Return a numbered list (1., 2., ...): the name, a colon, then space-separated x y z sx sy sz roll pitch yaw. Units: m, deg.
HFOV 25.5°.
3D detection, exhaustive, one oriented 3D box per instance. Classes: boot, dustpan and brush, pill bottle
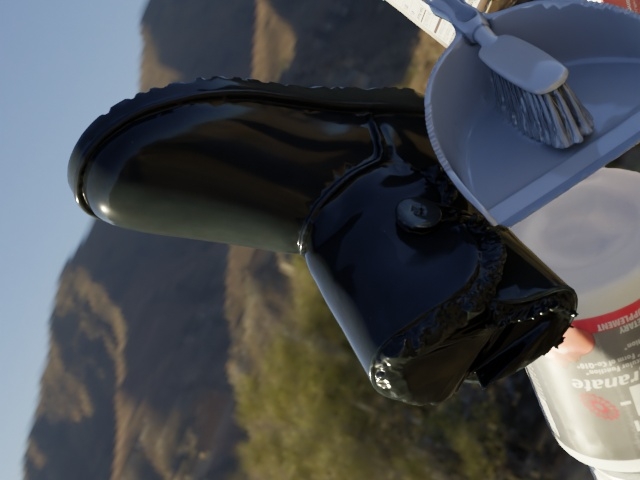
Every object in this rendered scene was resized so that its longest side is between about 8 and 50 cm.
1. boot: 0.000 0.000 0.794 0.207 0.246 0.094 -119 32 -45
2. dustpan and brush: 0.106 -0.106 0.824 0.147 0.060 0.211 -34 32 -3
3. pill bottle: 0.278 0.103 1.320 0.318 0.176 0.176 64 -145 -37

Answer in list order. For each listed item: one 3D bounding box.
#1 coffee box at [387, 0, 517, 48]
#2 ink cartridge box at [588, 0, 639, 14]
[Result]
1. coffee box: 0.051 -0.260 0.956 0.141 0.246 0.098 -49 -7 -20
2. ink cartridge box: 0.332 -0.240 1.338 0.115 0.198 0.067 -142 35 -72
